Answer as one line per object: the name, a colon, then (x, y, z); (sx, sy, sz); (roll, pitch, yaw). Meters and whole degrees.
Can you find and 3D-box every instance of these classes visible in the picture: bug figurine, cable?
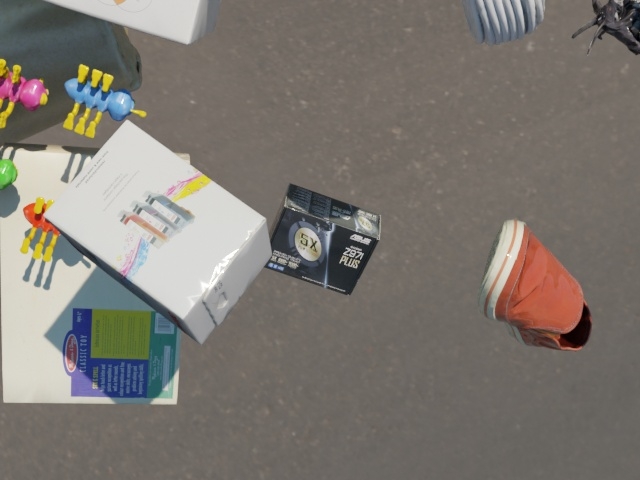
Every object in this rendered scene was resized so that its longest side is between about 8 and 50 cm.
bug figurine: (-0.361, -0.121, 1.162); (0.216, 0.072, 0.279); (23, 114, -10)
cable: (0.183, -0.349, 1.014); (0.089, 0.257, 0.257); (-16, 102, 12)

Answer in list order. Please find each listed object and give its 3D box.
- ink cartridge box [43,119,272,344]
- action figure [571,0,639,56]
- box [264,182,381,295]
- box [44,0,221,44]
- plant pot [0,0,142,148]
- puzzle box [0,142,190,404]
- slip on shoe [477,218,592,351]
ink cartridge box: (-0.154, -0.004, 0.895); (0.127, 0.176, 0.128); (-51, 169, -13)
action figure: (0.516, -0.383, 1.356); (0.276, 0.164, 0.141); (-22, 133, -1)
box: (0.000, 0.000, 1.622); (0.180, 0.077, 0.147); (20, 126, -8)
box: (-0.272, -0.382, 1.018); (0.345, 0.168, 0.215); (17, 109, -3)
plant pot: (-0.460, -0.306, 1.409); (0.306, 0.334, 0.333); (-17, 118, 1)
puzzle box: (-0.345, 0.060, 1.365); (0.272, 0.052, 0.408); (3, 109, -11)
slip on shoe: (0.266, 0.064, 1.086); (0.331, 0.101, 0.123); (42, 66, -58)
